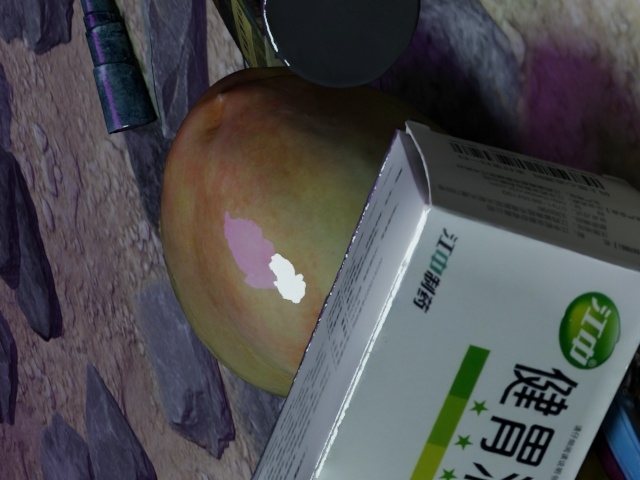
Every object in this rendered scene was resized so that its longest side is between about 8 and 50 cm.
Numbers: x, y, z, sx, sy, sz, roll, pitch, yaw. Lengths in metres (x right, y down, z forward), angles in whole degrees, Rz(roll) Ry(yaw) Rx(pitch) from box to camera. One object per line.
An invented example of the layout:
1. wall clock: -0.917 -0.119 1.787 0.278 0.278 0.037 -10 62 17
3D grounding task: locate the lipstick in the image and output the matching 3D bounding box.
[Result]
1. lipstick: -0.239 -0.235 1.910 0.053 0.053 0.234 -12 95 64

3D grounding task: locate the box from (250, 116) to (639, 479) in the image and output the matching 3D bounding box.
1. box: 0.084 0.101 1.184 0.145 0.173 0.333 -106 35 -65

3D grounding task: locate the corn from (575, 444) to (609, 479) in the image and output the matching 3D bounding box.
1. corn: 0.222 0.286 1.270 0.130 0.130 0.347 -17 91 64

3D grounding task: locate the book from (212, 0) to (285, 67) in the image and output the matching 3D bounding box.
1. book: -0.086 -0.235 1.571 0.228 0.024 0.160 62 174 21

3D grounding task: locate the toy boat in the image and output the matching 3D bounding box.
1. toy boat: 0.240 0.128 1.165 0.097 0.100 0.223 -47 52 33

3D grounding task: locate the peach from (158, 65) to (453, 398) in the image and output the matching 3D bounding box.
1. peach: 0.001 0.000 1.363 0.292 0.247 0.292 38 175 4

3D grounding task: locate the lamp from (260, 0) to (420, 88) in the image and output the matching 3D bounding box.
1. lamp: -0.022 -0.174 1.340 0.130 0.108 0.371 56 172 -15
